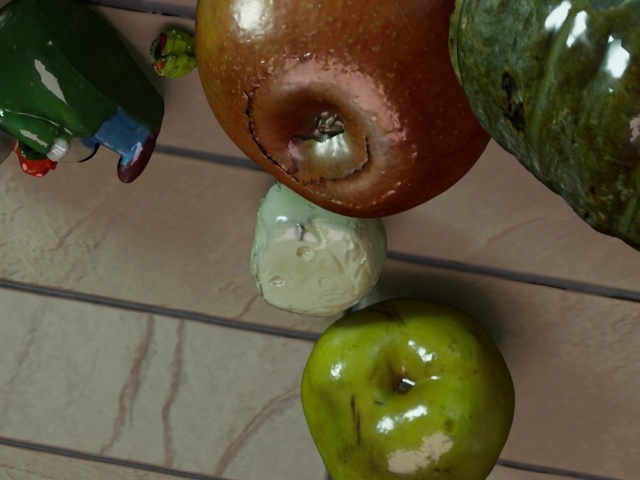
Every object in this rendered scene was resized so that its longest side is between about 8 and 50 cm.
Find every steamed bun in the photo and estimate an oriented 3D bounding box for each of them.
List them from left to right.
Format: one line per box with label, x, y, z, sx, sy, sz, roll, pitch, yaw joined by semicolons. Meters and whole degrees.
steamed bun;0.000;0.000;1.301;0.112;0.091;0.130;5;137;4

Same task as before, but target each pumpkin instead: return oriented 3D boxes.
pumpkin;0.264;-0.110;0.942;0.324;0.232;0.242;-7;123;-14

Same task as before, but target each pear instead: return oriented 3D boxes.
pear;0.079;0.147;1.386;0.200;0.200;0.200;8;140;6

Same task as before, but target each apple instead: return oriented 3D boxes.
apple;0.019;-0.122;1.091;0.234;0.173;0.210;25;138;-12

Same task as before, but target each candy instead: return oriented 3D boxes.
candy;-0.074;-0.135;1.215;0.123;0.035;0.035;13;144;-12

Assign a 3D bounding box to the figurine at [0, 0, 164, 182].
figurine;-0.255;-0.097;1.246;0.234;0.127;0.185;-27;135;25
